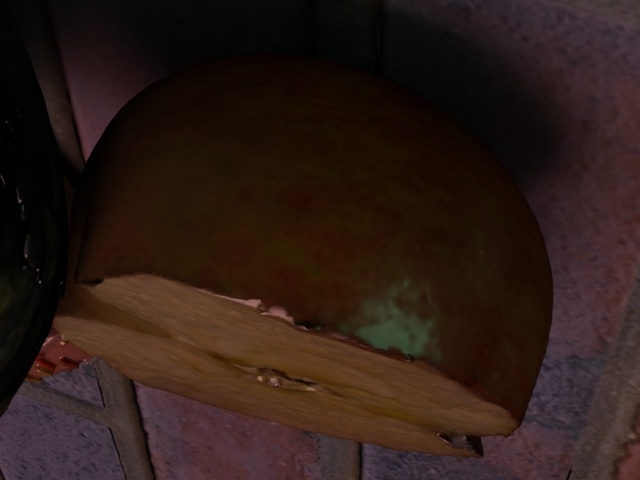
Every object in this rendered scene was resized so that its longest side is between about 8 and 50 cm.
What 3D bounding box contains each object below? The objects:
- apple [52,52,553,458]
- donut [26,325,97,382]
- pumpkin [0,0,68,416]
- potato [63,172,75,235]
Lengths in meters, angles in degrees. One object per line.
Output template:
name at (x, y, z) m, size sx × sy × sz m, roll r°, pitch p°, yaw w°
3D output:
apple at (0.000, 0.000, 0.830) m, size 0.251 × 0.163 × 0.293 m, roll 18°, pitch 166°, yaw -10°
donut at (-0.191, 0.051, 1.115) m, size 0.166 × 0.117 × 0.065 m, roll -7°, pitch 135°, yaw 45°
pumpkin at (-0.310, -0.061, 0.737) m, size 0.454 × 0.344 × 0.454 m, roll 56°, pitch 170°, yaw 15°
potato at (-0.220, -0.041, 1.016) m, size 0.105 × 0.085 × 0.188 m, roll -27°, pitch 130°, yaw 29°
